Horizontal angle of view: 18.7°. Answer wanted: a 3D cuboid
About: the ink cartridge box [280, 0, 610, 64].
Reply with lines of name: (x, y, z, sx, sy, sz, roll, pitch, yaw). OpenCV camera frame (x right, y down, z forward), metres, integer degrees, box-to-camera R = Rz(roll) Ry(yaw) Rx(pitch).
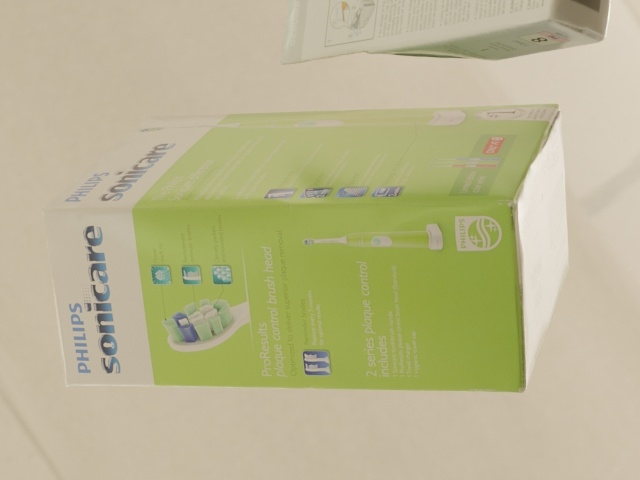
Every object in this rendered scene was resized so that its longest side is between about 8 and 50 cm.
ink cartridge box: (0.081, -0.202, 1.191, 0.066, 0.232, 0.189, 15, -103, -37)

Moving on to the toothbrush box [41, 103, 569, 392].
toothbrush box: (0.000, 0.000, 1.202, 0.206, 0.283, 0.122, -56, -36, -67)
